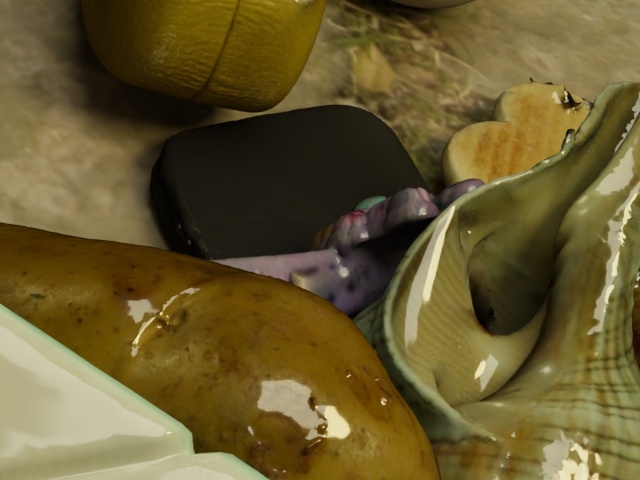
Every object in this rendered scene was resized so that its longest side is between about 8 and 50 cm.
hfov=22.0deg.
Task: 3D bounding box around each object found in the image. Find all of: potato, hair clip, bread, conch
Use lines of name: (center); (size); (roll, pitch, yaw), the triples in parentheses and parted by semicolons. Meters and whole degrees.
potato: (-0.106, 0.082, 0.815); (0.369, 0.176, 0.195); (18, 1, 23)
hair clip: (0.018, 0.016, 0.967); (0.278, 0.137, 0.090); (-28, 84, -28)
bread: (0.231, 0.004, 1.182); (0.316, 0.054, 0.316); (15, 44, -15)
conch: (0.101, 0.085, 0.910); (0.203, 0.169, 0.386); (23, 57, -12)

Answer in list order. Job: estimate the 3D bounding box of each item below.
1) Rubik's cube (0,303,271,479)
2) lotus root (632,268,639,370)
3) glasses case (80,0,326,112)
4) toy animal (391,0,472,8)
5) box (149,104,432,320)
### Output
Rubik's cube: (-0.195, 0.185, 0.555); (0.322, 0.316, 0.319); (33, 69, 4)
lotus root: (0.218, 0.131, 0.990); (0.124, 0.123, 0.241); (-8, 70, -31)
glasses case: (-0.092, -0.236, 1.158); (0.141, 0.173, 0.371); (12, 44, -17)
toy animal: (0.101, -0.283, 1.301); (0.187, 0.165, 0.235); (20, 39, 25)
box: (0.000, 0.000, 1.082); (0.201, 0.042, 0.212); (-11, 57, -33)
